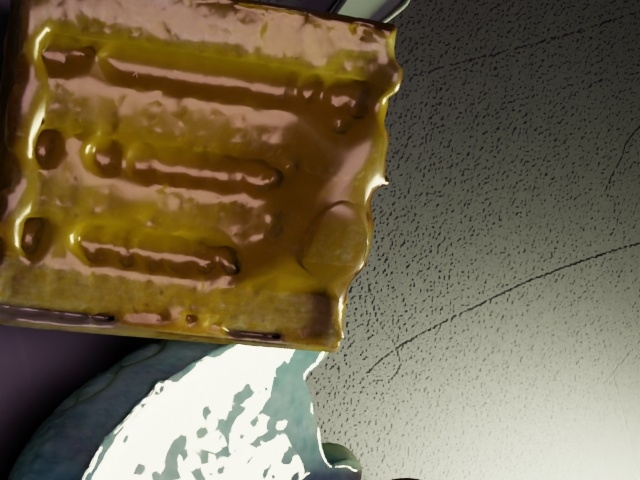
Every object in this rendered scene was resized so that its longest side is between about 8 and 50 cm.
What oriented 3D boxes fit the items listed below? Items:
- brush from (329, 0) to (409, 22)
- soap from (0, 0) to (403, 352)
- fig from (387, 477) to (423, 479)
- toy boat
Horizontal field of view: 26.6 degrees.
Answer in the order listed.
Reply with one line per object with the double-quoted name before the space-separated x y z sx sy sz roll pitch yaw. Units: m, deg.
"brush" -0.008 -0.150 1.155 0.297 0.060 0.068 -47 110 -24
"soap" -0.101 -0.056 1.008 0.281 0.143 0.259 7 100 -19
"fig" 0.061 0.287 1.160 0.149 0.202 0.148 1 63 -47
"toy boat" -0.113 0.179 1.071 0.330 0.123 0.215 -29 113 -41
